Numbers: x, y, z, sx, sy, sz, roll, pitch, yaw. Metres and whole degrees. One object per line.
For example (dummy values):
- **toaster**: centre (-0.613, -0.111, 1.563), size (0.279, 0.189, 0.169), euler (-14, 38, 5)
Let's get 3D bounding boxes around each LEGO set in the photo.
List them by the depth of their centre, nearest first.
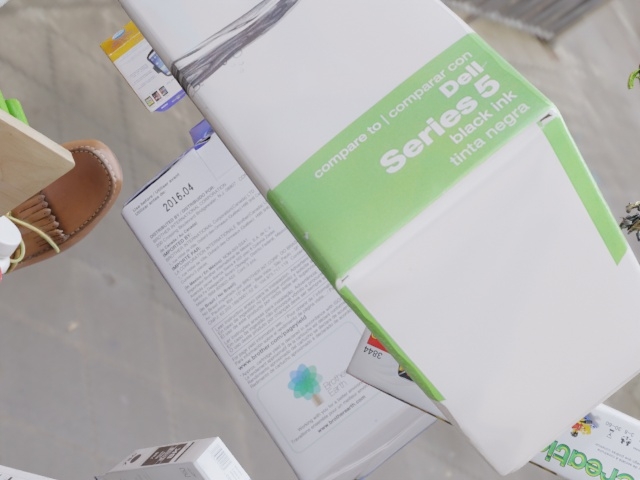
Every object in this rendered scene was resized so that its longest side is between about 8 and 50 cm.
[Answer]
- **LEGO set**: centre (0.363, -0.028, 1.505), size (0.083, 0.054, 0.023), euler (97, -27, -53)

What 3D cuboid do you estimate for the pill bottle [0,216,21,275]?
- **pill bottle**: centre (-0.417, 0.033, 1.542), size (0.078, 0.137, 0.078), euler (35, 18, -13)

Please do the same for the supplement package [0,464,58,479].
- **supplement package**: centre (-0.408, 0.407, 1.646), size (0.175, 0.293, 0.177), euler (-48, 134, -44)

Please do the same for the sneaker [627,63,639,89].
- **sneaker**: centre (0.431, -0.203, 1.351), size (0.097, 0.235, 0.084), euler (61, -1, 3)

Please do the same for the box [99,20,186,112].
- **box**: centre (-0.197, -0.210, 1.549), size (0.028, 0.081, 0.136), euler (49, -5, 31)

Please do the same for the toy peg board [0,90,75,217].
- **toy peg board**: centre (-0.331, -0.079, 1.137), size (0.161, 0.161, 0.079), euler (36, 24, -60)

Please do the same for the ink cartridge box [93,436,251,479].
- **ink cartridge box**: centre (-0.209, 0.390, 1.995), size (0.065, 0.333, 0.165), euler (-46, 106, -35)

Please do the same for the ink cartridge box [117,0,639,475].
- **ink cartridge box**: centre (0.028, -0.046, 0.648), size (0.273, 0.115, 0.198), euler (53, 3, 42)

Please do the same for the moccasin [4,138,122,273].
- **moccasin**: centre (-0.428, -0.019, 1.696), size (0.147, 0.380, 0.139), euler (-50, 119, -75)

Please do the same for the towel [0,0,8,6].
- **towel**: centre (-0.341, -0.298, 0.969), size (0.312, 0.056, 0.324), euler (64, 31, -15)

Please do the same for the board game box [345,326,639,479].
- **board game box**: centre (0.148, 0.122, 0.911), size (0.193, 0.053, 0.305), euler (24, -2, 19)

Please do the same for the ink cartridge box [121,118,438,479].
- **ink cartridge box**: centre (0.000, 0.000, 1.257), size (0.395, 0.270, 0.151), euler (54, 7, 18)
